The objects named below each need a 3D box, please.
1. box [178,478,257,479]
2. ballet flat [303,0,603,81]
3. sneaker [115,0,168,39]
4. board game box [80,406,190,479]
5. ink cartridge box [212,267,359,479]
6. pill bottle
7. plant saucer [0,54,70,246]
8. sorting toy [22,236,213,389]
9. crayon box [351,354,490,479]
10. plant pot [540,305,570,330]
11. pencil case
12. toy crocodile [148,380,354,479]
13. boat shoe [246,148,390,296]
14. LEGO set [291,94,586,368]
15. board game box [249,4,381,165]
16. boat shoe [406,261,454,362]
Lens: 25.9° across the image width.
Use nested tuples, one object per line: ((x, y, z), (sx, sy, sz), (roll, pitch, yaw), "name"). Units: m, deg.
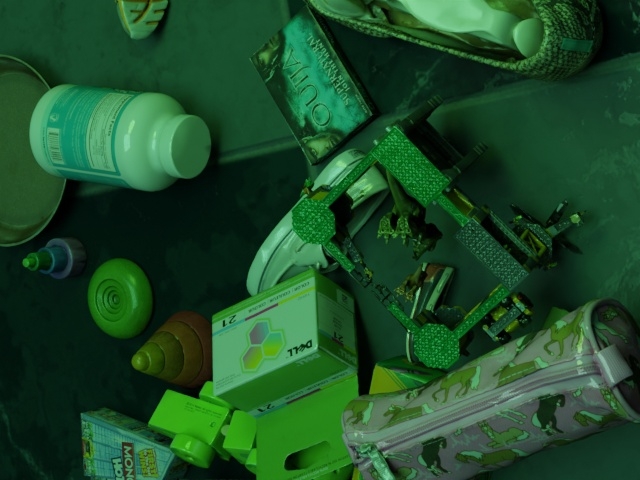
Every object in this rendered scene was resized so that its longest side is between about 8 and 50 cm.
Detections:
((-0.134, 0.430, 1.998), (0.156, 0.093, 0.158), (-7, 120, 35), "box")
((0.115, -0.317, 1.734), (0.482, 0.182, 0.164), (24, 109, 31), "ballet flat")
((-0.287, -0.404, 2.074), (0.083, 0.084, 0.215), (-11, 85, 48), "sneaker")
((-0.277, 0.363, 2.147), (0.194, 0.060, 0.194), (-1, 94, 36), "board game box")
((-0.047, 0.194, 1.871), (0.188, 0.097, 0.255), (-26, 48, 28), "ink cartridge box")
((-0.291, -0.151, 2.054), (0.264, 0.146, 0.146), (10, 100, 33), "pill bottle")
((-0.507, -0.146, 2.263), (0.310, 0.050, 0.311), (3, 96, 34), "plant saucer")
((-0.323, 0.108, 2.115), (0.365, 0.126, 0.127), (35, 113, 26), "sorting toy")
((0.134, 0.310, 1.844), (0.165, 0.081, 0.278), (18, 105, 32), "crayon box")
((0.300, 0.125, 1.720), (0.083, 0.083, 0.079), (18, 93, 32), "plant pot")
((0.210, 0.196, 1.627), (0.386, 0.167, 0.160), (-27, 115, 31), "pencil case")
((-0.105, 0.284, 2.000), (0.340, 0.105, 0.115), (7, 61, 33), "toy crocodile")
((0.000, 0.000, 1.905), (0.267, 0.096, 0.088), (-50, 63, 18), "boat shoe")
((0.147, -0.021, 1.755), (0.331, 0.192, 0.255), (39, 120, 7), "LEGO set")
((-0.010, -0.214, 1.925), (0.126, 0.026, 0.186), (-39, 73, 31), "board game box")
((0.144, 0.097, 1.833), (0.043, 0.049, 0.137), (11, 89, 17), "boat shoe")
